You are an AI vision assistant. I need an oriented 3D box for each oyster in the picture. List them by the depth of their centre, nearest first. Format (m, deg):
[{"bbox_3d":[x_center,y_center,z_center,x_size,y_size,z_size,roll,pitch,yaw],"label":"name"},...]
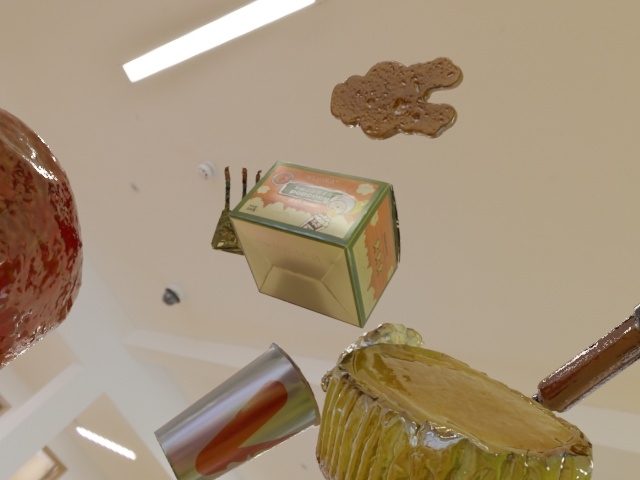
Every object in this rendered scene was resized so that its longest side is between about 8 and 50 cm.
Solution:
[{"bbox_3d":[0.114,0.231,1.078,0.201,0.354,0.107,-11,-85,17],"label":"oyster"}]

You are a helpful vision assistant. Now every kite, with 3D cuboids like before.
[{"bbox_3d":[-0.174,-0.059,1.130,0.141,0.015,0.245,1,-49,-10],"label":"kite"}]

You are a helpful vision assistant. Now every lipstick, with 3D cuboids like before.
[{"bbox_3d":[0.517,0.173,0.856,0.077,0.077,0.418,38,-55,6],"label":"lipstick"}]

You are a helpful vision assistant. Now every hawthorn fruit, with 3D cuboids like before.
[{"bbox_3d":[-0.272,0.018,0.353,0.205,0.205,0.253,32,-41,13],"label":"hawthorn fruit"}]

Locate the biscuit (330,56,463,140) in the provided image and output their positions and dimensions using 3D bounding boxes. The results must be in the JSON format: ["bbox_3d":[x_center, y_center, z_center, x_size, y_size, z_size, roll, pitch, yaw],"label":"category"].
[{"bbox_3d":[0.162,-0.313,1.129,0.295,0.186,0.044,9,-5,27],"label":"biscuit"}]

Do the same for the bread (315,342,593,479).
[{"bbox_3d":[0.122,0.208,0.504,0.227,0.142,0.253,15,5,-30],"label":"bread"}]

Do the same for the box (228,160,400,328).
[{"bbox_3d":[0.000,0.000,0.766,0.195,0.148,0.177,15,-40,28],"label":"box"}]

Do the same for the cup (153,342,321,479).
[{"bbox_3d":[-0.168,0.363,1.017,0.203,0.288,0.203,44,-32,37],"label":"cup"}]
